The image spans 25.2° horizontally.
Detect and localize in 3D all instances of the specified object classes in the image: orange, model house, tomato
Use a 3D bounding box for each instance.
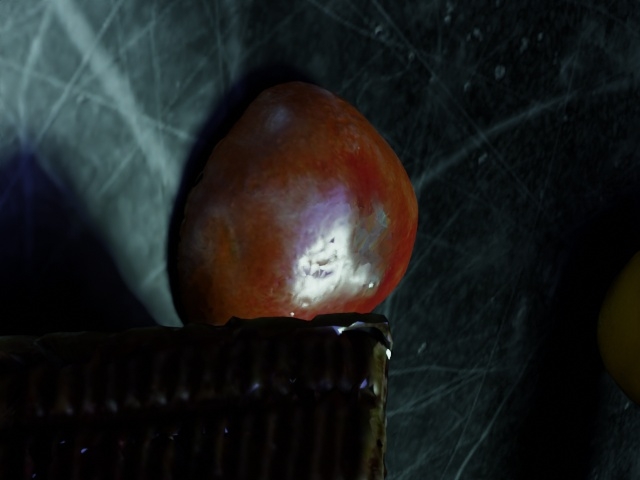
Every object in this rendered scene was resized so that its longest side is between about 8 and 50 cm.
[{"bbox_3d":[0.278,0.061,1.057,0.156,0.134,0.157,-11,146,-8],"label":"orange"},{"bbox_3d":[-0.101,0.169,0.615,0.317,0.297,0.283,-7,104,-10],"label":"model house"},{"bbox_3d":[0.000,0.000,0.746,0.155,0.069,0.156,-23,122,-43],"label":"tomato"}]
